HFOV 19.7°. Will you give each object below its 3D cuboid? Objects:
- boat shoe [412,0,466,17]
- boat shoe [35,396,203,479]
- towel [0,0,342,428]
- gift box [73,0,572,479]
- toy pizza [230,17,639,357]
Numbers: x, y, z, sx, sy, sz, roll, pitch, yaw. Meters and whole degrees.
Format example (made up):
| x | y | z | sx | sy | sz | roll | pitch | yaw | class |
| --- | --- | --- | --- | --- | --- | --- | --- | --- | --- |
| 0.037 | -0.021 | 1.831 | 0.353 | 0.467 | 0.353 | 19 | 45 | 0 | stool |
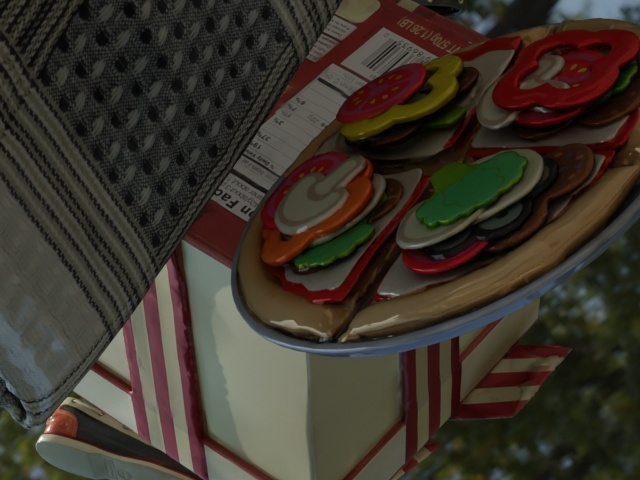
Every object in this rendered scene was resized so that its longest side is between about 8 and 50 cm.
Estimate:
| x | y | z | sx | sy | sz | roll | pitch | yaw | class |
| --- | --- | --- | --- | --- | --- | --- | --- | --- | --- |
| 0.020 | -0.184 | 1.415 | 0.228 | 0.081 | 0.068 | -19 | -93 | -33 | boat shoe |
| -0.116 | 0.140 | 1.202 | 0.137 | 0.049 | 0.043 | 17 | -129 | 14 | boat shoe |
| -0.084 | -0.119 | 0.744 | 0.056 | 0.324 | 0.312 | 22 | -115 | 28 | towel |
| 0.000 | 0.000 | 1.091 | 0.255 | 0.258 | 0.276 | 35 | -123 | 28 | gift box |
| 0.049 | -0.032 | 0.721 | 0.032 | 0.201 | 0.201 | 58 | -146 | -28 | toy pizza |
